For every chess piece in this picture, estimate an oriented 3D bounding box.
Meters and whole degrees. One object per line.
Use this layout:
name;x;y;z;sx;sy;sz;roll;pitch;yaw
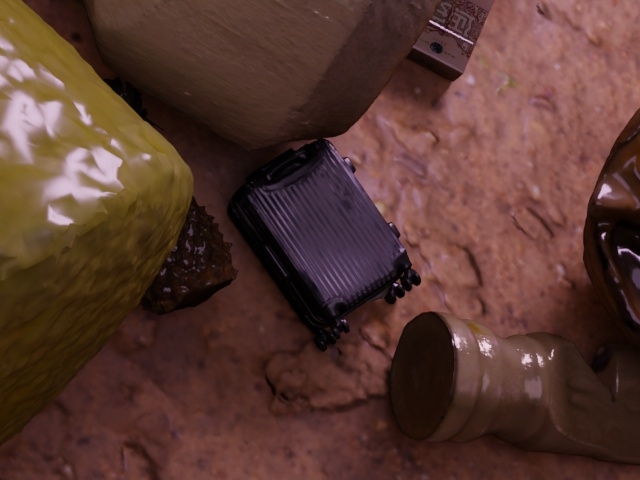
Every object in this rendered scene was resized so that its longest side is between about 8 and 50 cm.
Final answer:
chess piece;0.153;0.106;1.321;0.200;0.090;0.090;11;74;-26

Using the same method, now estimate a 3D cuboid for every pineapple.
pineapple;-0.114;-0.032;1.270;0.074;0.074;0.159;-23;83;-20

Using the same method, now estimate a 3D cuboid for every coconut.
coconut;-0.051;-0.196;1.243;0.266;0.237;0.237;36;70;-11

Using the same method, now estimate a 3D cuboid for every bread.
bread;-0.272;-0.010;1.089;0.348;0.348;0.308;-38;79;-21

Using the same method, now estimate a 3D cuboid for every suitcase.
suitcase;0.000;0.000;1.304;0.086;0.059;0.126;-33;86;-21

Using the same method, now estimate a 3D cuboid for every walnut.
walnut;0.278;0.009;1.343;0.204;0.141;0.238;-30;89;-11

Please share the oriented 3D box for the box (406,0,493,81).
box;0.091;-0.162;1.385;0.053;0.024;0.083;26;70;-10
